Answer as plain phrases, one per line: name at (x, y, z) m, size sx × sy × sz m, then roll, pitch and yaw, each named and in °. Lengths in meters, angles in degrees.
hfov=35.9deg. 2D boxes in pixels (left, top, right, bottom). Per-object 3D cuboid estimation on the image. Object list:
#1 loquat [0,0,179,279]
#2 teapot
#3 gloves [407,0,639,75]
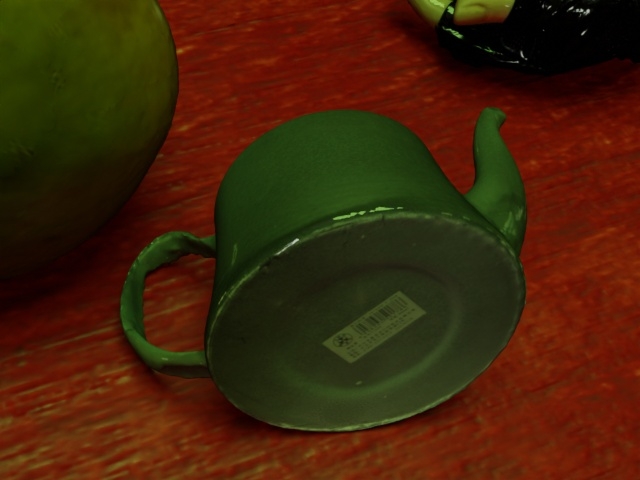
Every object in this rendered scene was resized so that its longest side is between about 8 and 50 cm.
loquat at (-0.175, -0.087, 0.535) m, size 0.214 × 0.213 × 0.246 m, roll 24°, pitch 27°, yaw 7°
teapot at (0.000, 0.000, 0.536) m, size 0.239 × 0.162 × 0.149 m, roll -24°, pitch 46°, yaw 8°
gloves at (0.155, -0.184, 0.723) m, size 0.204 × 0.124 × 0.164 m, roll 2°, pitch 26°, yaw 17°
